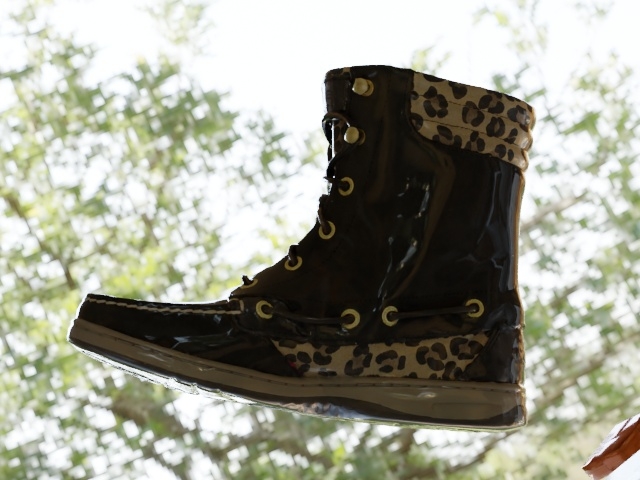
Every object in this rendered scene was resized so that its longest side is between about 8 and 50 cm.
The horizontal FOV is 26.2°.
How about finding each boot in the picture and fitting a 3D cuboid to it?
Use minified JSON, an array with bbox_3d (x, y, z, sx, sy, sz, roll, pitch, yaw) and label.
[{"bbox_3d":[0.000,0.000,1.136,0.377,0.284,0.138,9,-9,1],"label":"boot"}]

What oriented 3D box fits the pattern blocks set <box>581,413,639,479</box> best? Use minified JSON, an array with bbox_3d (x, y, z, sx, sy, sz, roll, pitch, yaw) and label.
[{"bbox_3d":[0.223,0.188,0.947,0.325,0.026,0.285,-43,5,26],"label":"pattern blocks set"}]
